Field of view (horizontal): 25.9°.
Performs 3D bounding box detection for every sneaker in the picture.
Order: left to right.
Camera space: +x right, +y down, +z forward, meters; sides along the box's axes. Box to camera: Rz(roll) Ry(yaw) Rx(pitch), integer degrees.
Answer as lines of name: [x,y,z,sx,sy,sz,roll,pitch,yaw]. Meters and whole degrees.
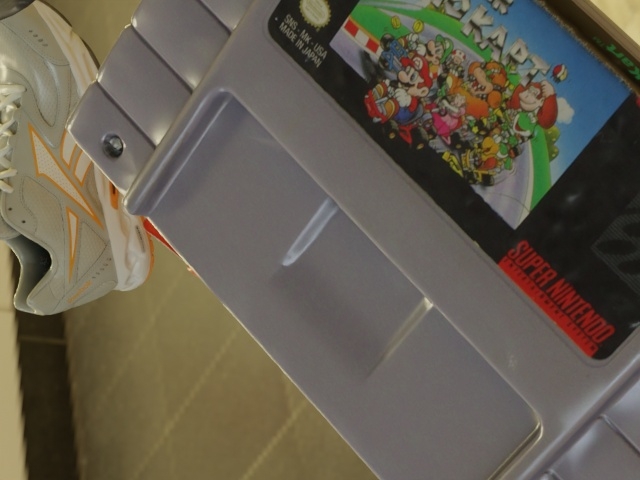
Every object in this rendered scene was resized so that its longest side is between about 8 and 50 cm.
sneaker: [-0.219,-0.059,1.064,0.099,0.121,0.262,13,125,53]

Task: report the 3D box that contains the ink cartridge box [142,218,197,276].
ink cartridge box: [0.000,0.000,1.005,0.231,0.134,0.078,36,145,13]

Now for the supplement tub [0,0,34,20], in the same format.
supplement tub: [-0.077,-0.131,0.313,0.190,0.117,0.117,-50,34,9]

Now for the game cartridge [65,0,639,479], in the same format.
game cartridge: [0.050,-0.017,0.630,0.355,0.068,0.230,47,124,17]
